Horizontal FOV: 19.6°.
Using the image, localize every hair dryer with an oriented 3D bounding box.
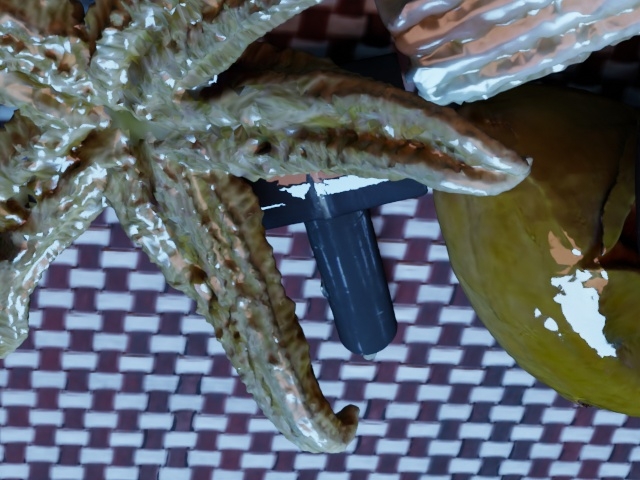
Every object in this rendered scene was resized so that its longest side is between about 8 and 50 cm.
[{"bbox_3d":[0.000,0.000,0.936,0.124,0.071,0.219,-12,142,6],"label":"hair dryer"}]

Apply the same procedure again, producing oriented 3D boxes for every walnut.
[{"bbox_3d":[0.143,0.012,0.920,0.137,0.137,0.245,-31,126,20],"label":"walnut"}]

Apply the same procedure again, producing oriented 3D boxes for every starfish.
[{"bbox_3d":[-0.087,-0.041,0.785,0.327,0.094,0.375,26,138,-13],"label":"starfish"}]

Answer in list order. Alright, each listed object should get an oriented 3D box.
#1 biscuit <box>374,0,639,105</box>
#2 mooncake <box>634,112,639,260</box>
[{"bbox_3d":[0.217,-0.188,0.735,0.426,0.144,0.078,-21,130,14],"label":"biscuit"},{"bbox_3d":[0.306,-0.030,0.768,0.334,0.326,0.174,9,125,25],"label":"mooncake"}]
